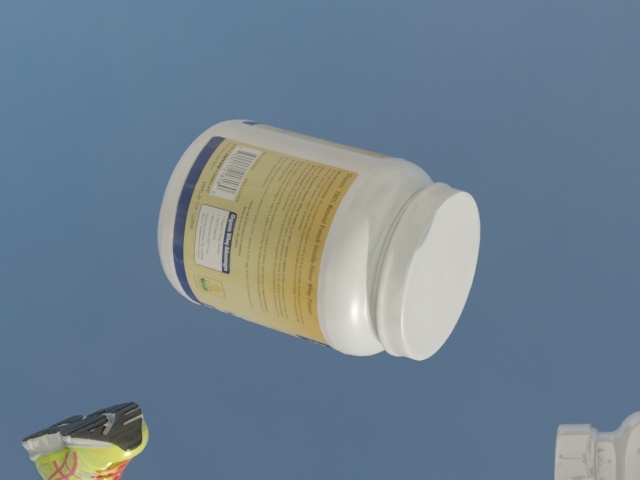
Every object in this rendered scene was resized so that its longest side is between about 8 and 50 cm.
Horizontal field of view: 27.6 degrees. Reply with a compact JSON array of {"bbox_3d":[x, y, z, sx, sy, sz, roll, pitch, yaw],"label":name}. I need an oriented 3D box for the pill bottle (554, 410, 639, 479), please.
[{"bbox_3d":[0.348,0.230,1.178,0.264,0.153,0.153,-2,-123,16],"label":"pill bottle"}]

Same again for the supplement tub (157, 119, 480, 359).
[{"bbox_3d":[0.000,0.000,1.486,0.316,0.228,0.228,17,-117,27],"label":"supplement tub"}]

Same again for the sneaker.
[{"bbox_3d":[-0.223,0.221,1.308,0.081,0.208,0.094,-21,-90,-34],"label":"sneaker"}]
